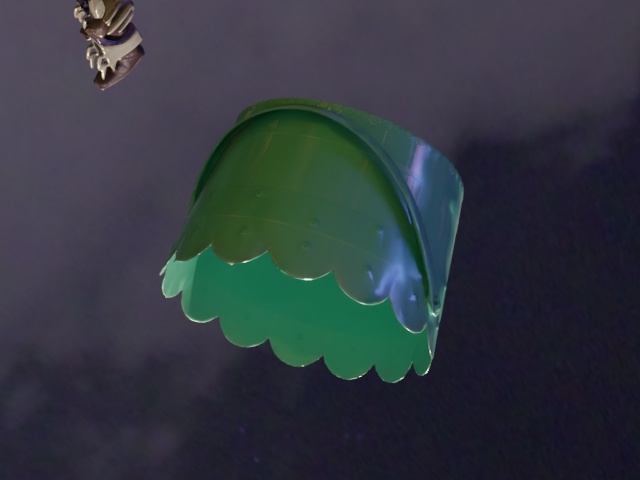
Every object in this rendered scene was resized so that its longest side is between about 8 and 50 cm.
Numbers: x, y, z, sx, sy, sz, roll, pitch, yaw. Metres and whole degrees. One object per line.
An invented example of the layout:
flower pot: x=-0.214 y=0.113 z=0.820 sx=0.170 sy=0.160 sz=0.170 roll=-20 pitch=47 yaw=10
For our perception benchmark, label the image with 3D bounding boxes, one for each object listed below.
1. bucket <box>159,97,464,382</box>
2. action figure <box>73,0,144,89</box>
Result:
bucket: x=0.000 y=0.000 z=1.383 sx=0.281 sy=0.281 sz=0.183 roll=7 pitch=-114 yaw=25
action figure: x=-0.274 y=-0.299 z=1.692 sx=0.099 sy=0.285 sz=0.185 roll=-32 pitch=-111 yaw=-7
